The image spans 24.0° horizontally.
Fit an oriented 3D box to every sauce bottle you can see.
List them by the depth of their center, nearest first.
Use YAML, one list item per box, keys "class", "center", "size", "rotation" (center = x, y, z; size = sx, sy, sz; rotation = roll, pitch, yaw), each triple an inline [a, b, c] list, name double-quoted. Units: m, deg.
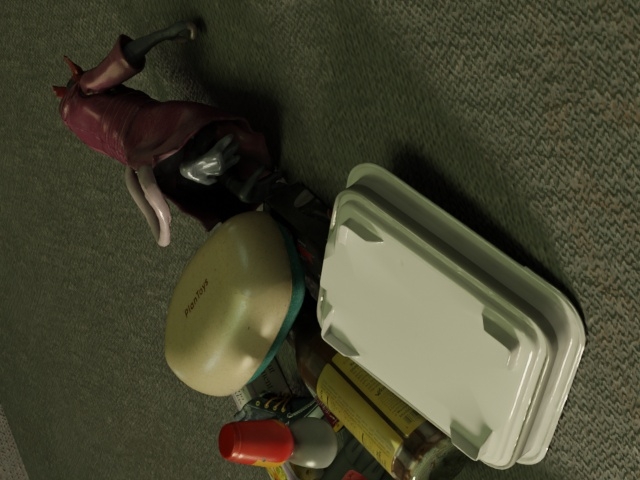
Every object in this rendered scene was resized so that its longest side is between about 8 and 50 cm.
- class: "sauce bottle"
  center: [0.047, 0.169, 1.874]
  size: [0.344, 0.111, 0.111]
  rotation: [46, 147, 35]

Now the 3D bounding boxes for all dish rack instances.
- class: "dish rack"
  center: [0.121, 0.098, 1.668]
  size: [0.333, 0.072, 0.286]
  rotation: [38, 143, 25]

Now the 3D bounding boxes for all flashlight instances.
- class: "flashlight"
  center: [0.050, 0.333, 2.025]
  size: [0.304, 0.103, 0.103]
  rotation: [121, 153, -53]

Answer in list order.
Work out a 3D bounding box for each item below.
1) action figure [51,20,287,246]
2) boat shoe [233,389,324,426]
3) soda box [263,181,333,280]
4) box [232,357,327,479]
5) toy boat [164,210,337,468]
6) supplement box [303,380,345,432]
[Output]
- class: "action figure"
  center: [-0.235, -0.127, 1.964]
  size: [0.370, 0.275, 0.248]
  rotation: [27, 143, 29]
- class: "boat shoe"
  center: [-0.050, 0.236, 2.088]
  size: [0.083, 0.065, 0.183]
  rotation: [53, 128, 4]
- class: "soda box"
  center: [0.000, 0.000, 1.864]
  size: [0.169, 0.060, 0.053]
  rotation: [42, 146, 34]
- class: "box"
  center: [-0.065, 0.270, 2.196]
  size: [0.063, 0.067, 0.324]
  rotation: [-21, 93, 61]
- class: "toy boat"
  center: [-0.079, 0.140, 1.849]
  size: [0.267, 0.148, 0.318]
  rotation: [-50, 45, 41]
- class: "supplement box"
  center: [0.025, 0.204, 1.998]
  size: [0.083, 0.055, 0.043]
  rotation: [58, 152, 14]
